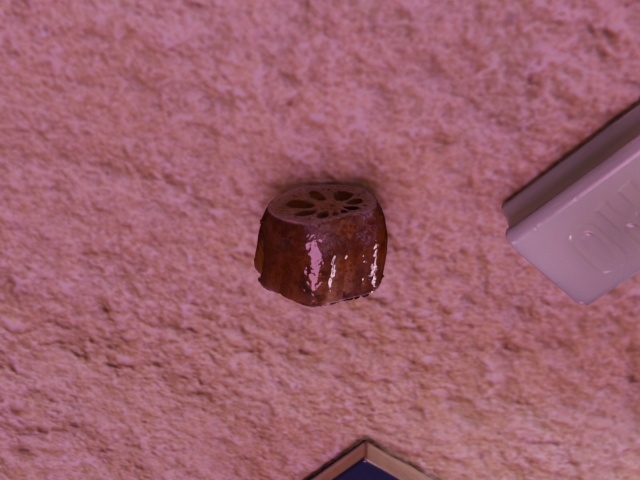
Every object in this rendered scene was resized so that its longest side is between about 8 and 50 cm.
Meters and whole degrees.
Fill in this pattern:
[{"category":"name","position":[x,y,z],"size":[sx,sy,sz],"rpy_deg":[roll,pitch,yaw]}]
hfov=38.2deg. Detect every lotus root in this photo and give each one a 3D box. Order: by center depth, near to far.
[{"category":"lotus root","position":[-0.001,-0.001,0.863],"size":[0.122,0.112,0.081],"rpy_deg":[-15,120,-22]}]

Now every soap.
[{"category":"soap","position":[0.276,-0.039,0.831],"size":[0.119,0.066,0.198],"rpy_deg":[39,122,-19]}]

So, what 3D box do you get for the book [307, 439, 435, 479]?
[{"category":"book","position":[0.034,0.445,1.243],"size":[0.300,0.039,0.428],"rpy_deg":[35,123,-20]}]
